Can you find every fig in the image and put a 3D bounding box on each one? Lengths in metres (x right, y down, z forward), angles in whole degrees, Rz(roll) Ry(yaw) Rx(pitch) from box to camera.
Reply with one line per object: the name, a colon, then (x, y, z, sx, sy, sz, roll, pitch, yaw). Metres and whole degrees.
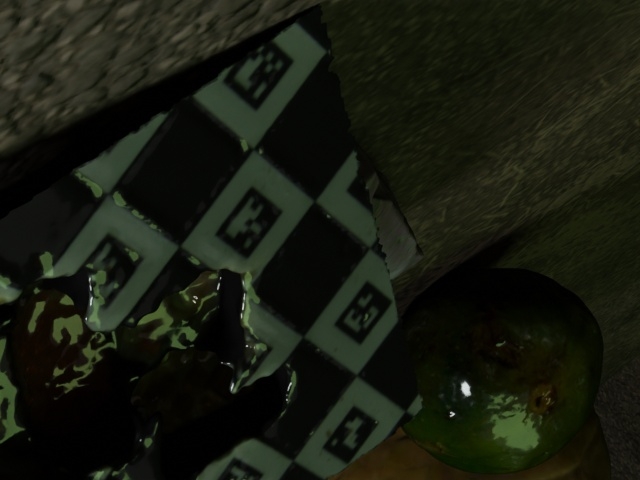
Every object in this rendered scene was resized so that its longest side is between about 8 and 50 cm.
fig: (0.130, 0.111, 1.637, 0.195, 0.195, 0.245, -23, -161, -37)

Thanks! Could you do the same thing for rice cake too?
rice cake: (0.001, -0.001, 1.118, 0.106, 0.050, 0.298, -33, 167, 1)

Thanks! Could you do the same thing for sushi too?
sushi: (-0.092, 0.055, 0.897, 0.292, 0.059, 0.294, -34, 136, -22)

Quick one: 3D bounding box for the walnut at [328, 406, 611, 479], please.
walnut: (0.127, 0.246, 1.828, 0.333, 0.333, 0.333, -31, 167, -8)
